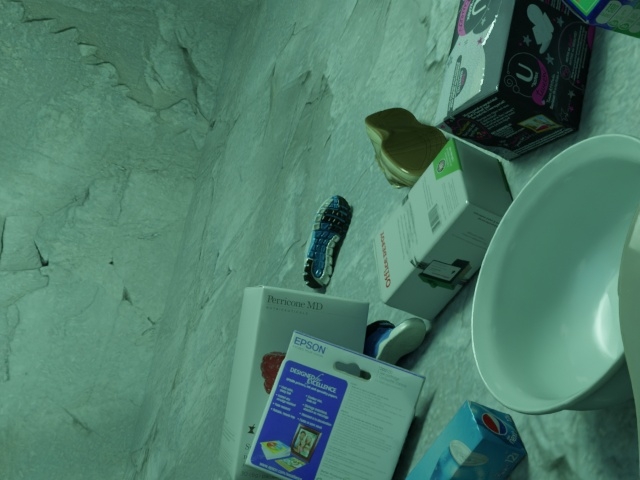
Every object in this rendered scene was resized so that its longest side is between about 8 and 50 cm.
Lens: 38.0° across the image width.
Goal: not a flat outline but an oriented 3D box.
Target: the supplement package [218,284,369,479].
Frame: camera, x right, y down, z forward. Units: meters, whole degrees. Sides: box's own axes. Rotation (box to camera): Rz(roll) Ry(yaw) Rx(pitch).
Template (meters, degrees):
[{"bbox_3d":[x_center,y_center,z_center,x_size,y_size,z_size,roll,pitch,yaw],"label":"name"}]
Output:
[{"bbox_3d":[-0.046,0.227,1.466,0.175,0.178,0.293,164,115,-76],"label":"supplement package"}]

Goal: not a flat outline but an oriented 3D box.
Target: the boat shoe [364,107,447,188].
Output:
[{"bbox_3d":[0.149,-0.140,1.580,0.302,0.109,0.098,-119,14,-64],"label":"boat shoe"}]

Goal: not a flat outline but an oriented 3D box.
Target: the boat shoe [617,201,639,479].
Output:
[{"bbox_3d":[0.338,0.104,0.736,0.127,0.158,0.340,-27,52,58],"label":"boat shoe"}]

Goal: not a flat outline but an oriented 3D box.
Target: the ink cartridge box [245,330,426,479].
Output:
[{"bbox_3d":[0.024,0.260,1.333,0.045,0.206,0.208,47,-117,-79],"label":"ink cartridge box"}]

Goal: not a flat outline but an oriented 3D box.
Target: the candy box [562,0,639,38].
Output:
[{"bbox_3d":[0.395,-0.351,0.904,0.122,0.268,0.317,55,127,30],"label":"candy box"}]

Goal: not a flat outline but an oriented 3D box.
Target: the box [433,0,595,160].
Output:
[{"bbox_3d":[0.274,-0.265,1.308,0.163,0.142,0.247,-24,48,62],"label":"box"}]

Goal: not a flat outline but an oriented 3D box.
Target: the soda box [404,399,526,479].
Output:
[{"bbox_3d":[0.159,0.299,1.140,0.210,0.067,0.071,-59,22,25],"label":"soda box"}]

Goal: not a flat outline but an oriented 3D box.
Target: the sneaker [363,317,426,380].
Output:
[{"bbox_3d":[0.107,0.146,1.435,0.084,0.058,0.152,-100,30,-41],"label":"sneaker"}]

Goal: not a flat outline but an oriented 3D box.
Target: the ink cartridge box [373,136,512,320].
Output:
[{"bbox_3d":[0.177,-0.014,1.368,0.219,0.093,0.160,-54,24,34],"label":"ink cartridge box"}]

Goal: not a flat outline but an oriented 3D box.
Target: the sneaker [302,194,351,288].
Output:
[{"bbox_3d":[0.000,0.000,1.838,0.190,0.071,0.083,-70,15,-4],"label":"sneaker"}]

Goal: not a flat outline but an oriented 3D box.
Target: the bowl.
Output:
[{"bbox_3d":[0.295,0.052,0.951,0.298,0.134,0.298,-52,25,37],"label":"bowl"}]
